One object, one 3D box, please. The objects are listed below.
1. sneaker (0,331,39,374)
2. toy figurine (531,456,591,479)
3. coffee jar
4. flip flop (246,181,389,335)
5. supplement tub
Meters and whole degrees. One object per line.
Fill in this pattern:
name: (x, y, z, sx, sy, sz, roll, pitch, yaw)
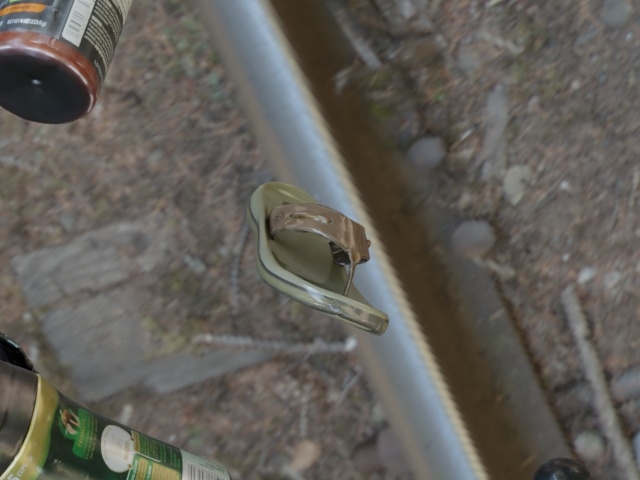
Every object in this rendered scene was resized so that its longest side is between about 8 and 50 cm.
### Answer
sneaker: (-0.218, 0.117, 1.171, 0.090, 0.081, 0.232, -29, 131, 32)
toy figurine: (0.176, 0.296, 1.554, 0.213, 0.209, 0.148, -22, 86, 7)
coffee jar: (-0.150, 0.148, 1.051, 0.184, 0.079, 0.096, 30, 125, -24)
flip flop: (0.000, 0.000, 1.589, 0.112, 0.277, 0.080, 25, 108, -21)
supplement tub: (-0.215, -0.202, 1.457, 0.106, 0.198, 0.106, 9, 146, 6)
